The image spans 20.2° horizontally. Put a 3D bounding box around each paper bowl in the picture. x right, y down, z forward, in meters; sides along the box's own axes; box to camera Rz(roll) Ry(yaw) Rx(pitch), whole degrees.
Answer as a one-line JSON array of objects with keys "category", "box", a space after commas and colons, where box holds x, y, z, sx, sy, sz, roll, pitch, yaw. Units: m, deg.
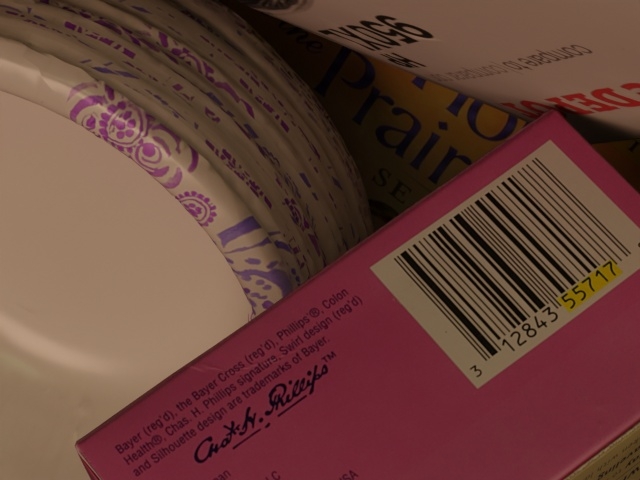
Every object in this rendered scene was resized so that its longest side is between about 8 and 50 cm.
[{"category": "paper bowl", "box": [-0.112, -0.011, 0.819, 0.284, 0.148, 0.284, 13, 132, 14]}]

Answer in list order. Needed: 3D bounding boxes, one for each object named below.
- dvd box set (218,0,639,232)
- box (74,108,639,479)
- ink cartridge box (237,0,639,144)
[{"category": "dvd box set", "box": [0.000, 0.000, 0.915, 0.307, 0.062, 0.420, 39, 131, 4]}, {"category": "box", "box": [0.043, 0.103, 0.703, 0.117, 0.213, 0.243, 49, 166, 25]}, {"category": "ink cartridge box", "box": [-0.007, -0.176, 0.559, 0.395, 0.166, 0.285, 21, 176, -14]}]
